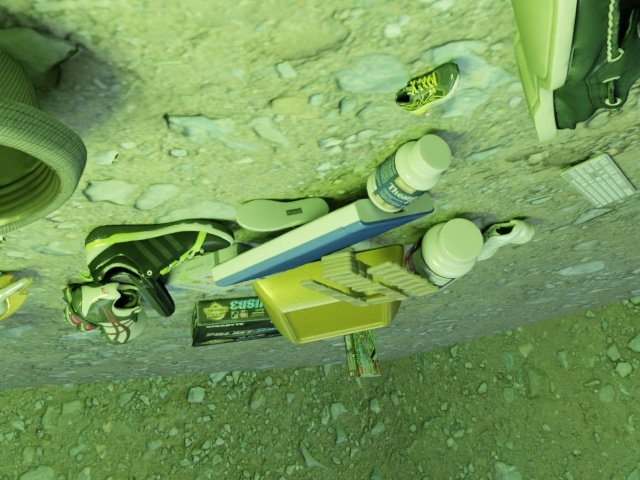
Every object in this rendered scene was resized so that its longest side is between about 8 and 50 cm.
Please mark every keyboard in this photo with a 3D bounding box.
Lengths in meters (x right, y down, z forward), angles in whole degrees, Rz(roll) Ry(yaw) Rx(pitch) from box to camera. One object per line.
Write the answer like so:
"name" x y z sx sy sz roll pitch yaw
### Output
"keyboard" 0.476 -0.097 0.992 0.072 0.014 0.256 -20 160 33

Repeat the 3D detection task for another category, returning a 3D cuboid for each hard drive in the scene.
"hard drive" 0.000 0.000 0.955 0.318 0.040 0.210 -23 173 39

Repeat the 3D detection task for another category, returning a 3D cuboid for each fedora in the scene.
"fedora" -0.340 -0.082 0.472 0.275 0.124 0.244 -17 165 1

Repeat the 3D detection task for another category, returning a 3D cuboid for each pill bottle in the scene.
"pill bottle" 0.234 0.028 1.118 0.108 0.108 0.193 -5 162 -11
"pill bottle" 0.116 -0.088 0.763 0.067 0.067 0.120 0 161 -25

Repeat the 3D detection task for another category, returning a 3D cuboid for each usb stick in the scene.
"usb stick" -0.322 0.088 1.113 0.045 0.077 0.278 -30 167 -15

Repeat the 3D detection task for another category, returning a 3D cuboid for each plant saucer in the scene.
"plant saucer" 0.033 0.146 1.333 0.332 0.081 0.333 -11 153 2

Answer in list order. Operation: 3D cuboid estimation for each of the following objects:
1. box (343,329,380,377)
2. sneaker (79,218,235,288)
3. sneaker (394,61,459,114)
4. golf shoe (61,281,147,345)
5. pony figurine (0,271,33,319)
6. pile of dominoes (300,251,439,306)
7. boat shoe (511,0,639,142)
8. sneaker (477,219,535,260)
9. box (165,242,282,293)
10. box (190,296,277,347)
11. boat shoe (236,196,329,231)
"box" 0.127 0.331 1.864 0.036 0.207 0.114 -23 157 40
"sneaker" -0.250 0.029 0.914 0.234 0.097 0.084 -5 163 -10
"sneaker" 0.109 -0.156 0.604 0.035 0.031 0.083 2 160 -29
"golf shoe" -0.417 0.151 1.228 0.120 0.105 0.273 -18 162 6
"pony figurine" -0.660 0.202 0.932 0.351 0.303 0.363 -34 -171 29
"pile of dominoes" 0.098 0.071 1.093 0.195 0.040 0.251 -13 159 29
"boat shoe" 0.216 -0.168 0.459 0.113 0.127 0.340 -15 163 18
"sneaker" 0.345 -0.006 1.170 0.061 0.054 0.152 20 142 -40
"box" -0.186 0.059 1.141 0.186 0.038 0.145 -17 160 28
"box" -0.199 0.218 1.591 0.295 0.073 0.293 -4 163 -17
"boat shoe" -0.057 -0.036 0.884 0.142 0.049 0.040 -6 163 -15
